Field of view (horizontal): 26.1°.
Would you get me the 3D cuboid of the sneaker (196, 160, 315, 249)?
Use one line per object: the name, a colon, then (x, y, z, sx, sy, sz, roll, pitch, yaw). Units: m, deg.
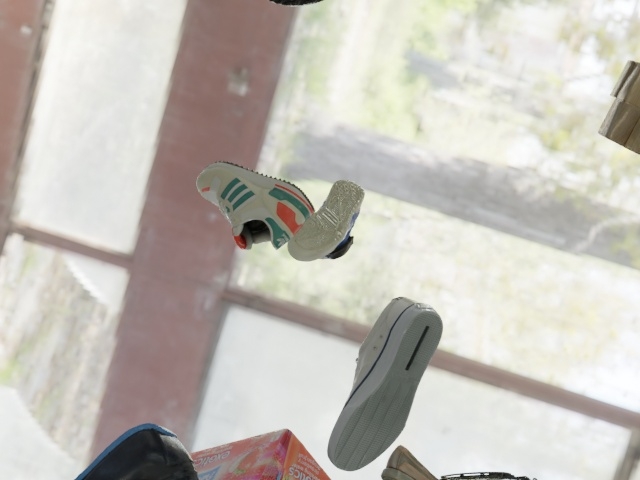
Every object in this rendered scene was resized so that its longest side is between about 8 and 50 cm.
sneaker: (-0.085, -0.033, 1.467, 0.075, 0.161, 0.057, -56, 139, -22)

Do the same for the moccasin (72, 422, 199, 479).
moccasin: (-0.284, 0.369, 1.634, 0.342, 0.117, 0.137, -49, 151, 6)

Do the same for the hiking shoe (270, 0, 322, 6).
hiking shoe: (-0.076, -0.400, 2.001, 0.114, 0.226, 0.086, -53, 153, -59)

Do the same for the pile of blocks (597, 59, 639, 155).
pile of blocks: (0.407, -0.061, 1.321, 0.362, 0.149, 0.113, 38, -75, 49)

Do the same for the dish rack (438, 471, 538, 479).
dish rack: (0.281, 0.428, 1.963, 0.208, 0.271, 0.074, -16, -144, 44)

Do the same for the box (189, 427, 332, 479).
box: (-0.136, 0.400, 2.037, 0.300, 0.154, 0.142, -20, -154, 38)

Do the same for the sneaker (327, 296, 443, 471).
sneaker: (0.083, 0.198, 1.917, 0.258, 0.094, 0.091, -59, -151, 2)

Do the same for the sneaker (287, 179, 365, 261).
sneaker: (0.001, 0.000, 1.582, 0.152, 0.058, 0.085, -56, 167, -50)

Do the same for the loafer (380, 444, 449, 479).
loafer: (0.116, 0.248, 1.383, 0.045, 0.125, 0.039, -14, -134, 54)
